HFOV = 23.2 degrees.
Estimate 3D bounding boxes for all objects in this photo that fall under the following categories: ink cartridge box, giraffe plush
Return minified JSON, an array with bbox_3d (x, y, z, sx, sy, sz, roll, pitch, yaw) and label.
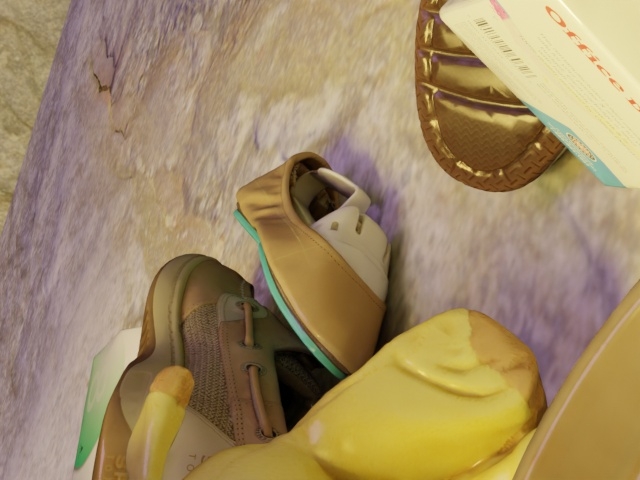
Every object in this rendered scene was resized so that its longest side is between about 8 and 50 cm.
[{"bbox_3d":[0.114,-0.076,0.496,0.090,0.092,0.143,-46,10,-4],"label":"ink cartridge box"},{"bbox_3d":[-0.143,0.150,1.222,0.225,0.056,0.181,135,146,-60],"label":"ink cartridge box"},{"bbox_3d":[0.015,0.149,0.596,0.170,0.210,0.181,81,-175,-53],"label":"giraffe plush"}]

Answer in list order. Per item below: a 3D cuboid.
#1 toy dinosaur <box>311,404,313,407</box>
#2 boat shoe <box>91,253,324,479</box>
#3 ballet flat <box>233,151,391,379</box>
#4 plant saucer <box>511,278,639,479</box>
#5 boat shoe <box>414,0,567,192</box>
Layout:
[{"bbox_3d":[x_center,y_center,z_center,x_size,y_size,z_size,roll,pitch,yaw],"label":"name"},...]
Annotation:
[{"bbox_3d":[0.020,0.104,0.787,0.090,0.047,0.082,-110,20,-46],"label":"toy dinosaur"},{"bbox_3d":[-0.055,0.098,0.911,0.341,0.110,0.121,-83,-1,-73],"label":"boat shoe"},{"bbox_3d":[0.000,0.000,0.890,0.073,0.080,0.232,-41,25,4],"label":"ballet flat"},{"bbox_3d":[0.127,0.089,0.389,0.278,0.041,0.278,-49,24,30],"label":"plant saucer"},{"bbox_3d":[0.113,-0.146,0.678,0.095,0.095,0.257,-30,-41,-55],"label":"boat shoe"}]
